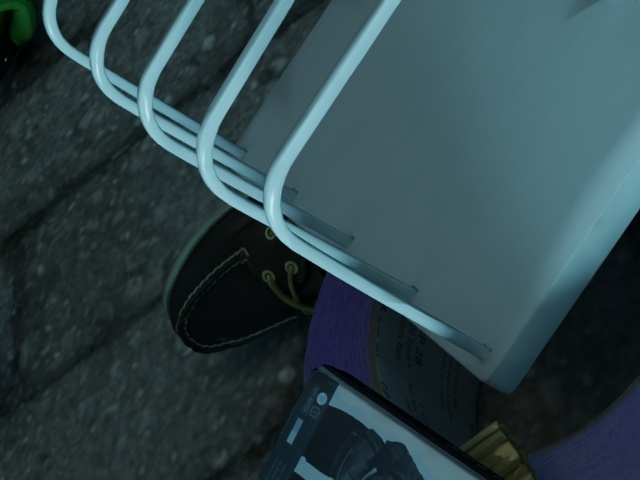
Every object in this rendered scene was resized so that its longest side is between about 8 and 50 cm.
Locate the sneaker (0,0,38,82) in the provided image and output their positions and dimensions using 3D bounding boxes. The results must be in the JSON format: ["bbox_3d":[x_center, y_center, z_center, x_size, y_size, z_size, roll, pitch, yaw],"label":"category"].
[{"bbox_3d":[-0.370,-0.105,1.433,0.343,0.134,0.146,-53,37,1],"label":"sneaker"}]

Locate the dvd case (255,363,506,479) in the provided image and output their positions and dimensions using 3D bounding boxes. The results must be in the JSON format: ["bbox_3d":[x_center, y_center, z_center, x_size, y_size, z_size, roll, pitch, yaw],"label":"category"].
[{"bbox_3d":[0.044,0.183,0.689,0.238,0.029,0.179,32,97,37],"label":"dvd case"}]

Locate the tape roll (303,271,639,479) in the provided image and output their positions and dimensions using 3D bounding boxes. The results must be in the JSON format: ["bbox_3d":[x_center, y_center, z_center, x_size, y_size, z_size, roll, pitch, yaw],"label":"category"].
[{"bbox_3d":[0.122,0.038,0.821,0.275,0.090,0.275,-28,44,30],"label":"tape roll"}]

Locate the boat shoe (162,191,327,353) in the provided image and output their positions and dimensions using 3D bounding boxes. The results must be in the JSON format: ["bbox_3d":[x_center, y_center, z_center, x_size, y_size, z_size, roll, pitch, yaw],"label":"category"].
[{"bbox_3d":[0.000,0.000,0.989,0.228,0.081,0.069,-37,36,18],"label":"boat shoe"}]

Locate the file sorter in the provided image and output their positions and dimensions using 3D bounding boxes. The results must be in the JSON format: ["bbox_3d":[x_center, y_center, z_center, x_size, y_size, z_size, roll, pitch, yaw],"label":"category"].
[{"bbox_3d":[0.016,-0.096,0.813,0.193,0.173,0.277,-57,37,5],"label":"file sorter"}]

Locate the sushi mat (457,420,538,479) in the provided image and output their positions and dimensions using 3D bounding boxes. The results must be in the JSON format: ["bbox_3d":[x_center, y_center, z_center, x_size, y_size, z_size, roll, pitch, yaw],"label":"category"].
[{"bbox_3d":[-0.003,0.223,0.743,0.316,0.019,0.151,-39,57,22],"label":"sushi mat"}]
